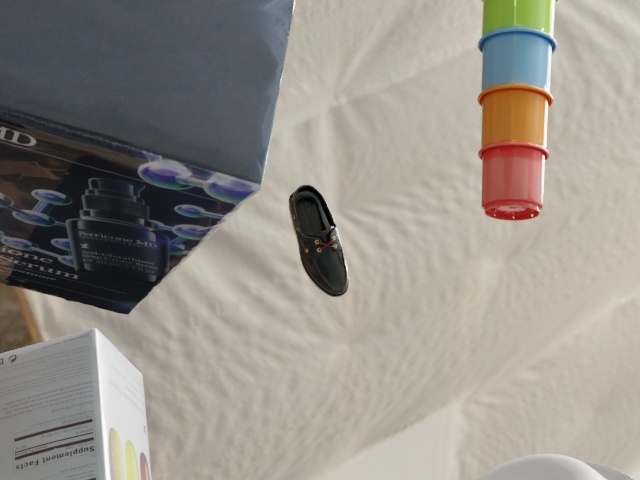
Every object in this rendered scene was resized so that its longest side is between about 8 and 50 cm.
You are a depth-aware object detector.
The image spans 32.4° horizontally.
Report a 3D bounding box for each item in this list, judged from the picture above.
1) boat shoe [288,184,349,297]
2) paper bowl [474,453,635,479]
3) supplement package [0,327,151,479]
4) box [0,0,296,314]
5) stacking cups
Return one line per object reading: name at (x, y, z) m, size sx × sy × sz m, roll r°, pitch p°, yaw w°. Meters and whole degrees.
boat shoe at (-0.002, 0.001, 1.245) m, size 0.048 × 0.133 × 0.042 m, roll -18°, pitch -13°, yaw -13°
paper bowl at (0.259, 0.366, 1.306) m, size 0.284 × 0.284 × 0.148 m, roll -35°, pitch -68°, yaw -17°
supplement package at (-0.261, 0.241, 1.153) m, size 0.133 × 0.244 × 0.139 m, roll -16°, pitch -31°, yaw 7°
box at (-0.223, -0.111, 0.855) m, size 0.293 × 0.395 × 0.212 m, roll 16°, pitch -111°, yaw -17°
stacking cups at (0.209, -0.178, 1.180) m, size 0.096 × 0.096 × 0.316 m, roll 18°, pitch -107°, yaw -49°
